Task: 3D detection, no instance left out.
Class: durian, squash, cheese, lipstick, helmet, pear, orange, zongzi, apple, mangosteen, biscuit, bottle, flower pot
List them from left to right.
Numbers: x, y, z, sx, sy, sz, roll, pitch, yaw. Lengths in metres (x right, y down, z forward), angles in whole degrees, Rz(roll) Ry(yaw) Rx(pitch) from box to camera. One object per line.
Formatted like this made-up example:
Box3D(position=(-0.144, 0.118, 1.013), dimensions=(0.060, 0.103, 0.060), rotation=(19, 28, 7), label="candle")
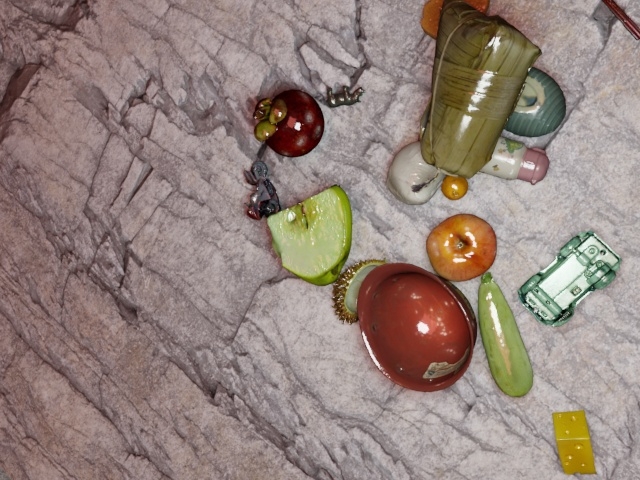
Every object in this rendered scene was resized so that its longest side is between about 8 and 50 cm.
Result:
Box3D(position=(-0.113, -0.371, 1.939), dimensions=(0.215, 0.257, 0.215), rotation=(2, 93, 46), label="mangosteen")
Box3D(position=(0.000, 0.000, 1.942), dimensions=(0.286, 0.176, 0.282), rotation=(-24, 82, 21), label="pear")
Box3D(position=(0.114, 0.153, 1.948), dimensions=(0.139, 0.144, 0.252), rotation=(20, 91, -5), label="durian")
Box3D(position=(0.288, -0.206, 1.847), dimensions=(0.154, 0.198, 0.189), rotation=(37, 89, -15), label="cheese")
Box3D(position=(0.309, 0.230, 1.810), dimensions=(0.337, 0.230, 0.385), rotation=(-46, 72, 31), label="helmet")
Box3D(position=(0.376, -0.409, 1.763), dimensions=(0.218, 0.467, 0.500), rotation=(12, 118, -16), label="zongzi")
Box3D(position=(0.406, -0.163, 1.860), dimensions=(0.083, 0.083, 0.084), rotation=(0, 90, 18), label="orange")
Box3D(position=(0.414, 0.021, 1.812), dimensions=(0.209, 0.164, 0.210), rotation=(-1, 87, 18), label="apple")
Box3D(position=(0.436, -0.760, 1.863), dimensions=(0.202, 0.047, 0.334), rotation=(40, 99, 19), label="biscuit")
Box3D(position=(0.525, 0.277, 1.801), dimensions=(0.118, 0.118, 0.371), rotation=(-19, 85, 17), label="squash")
Box3D(position=(0.537, -0.241, 1.796), dimensions=(0.253, 0.120, 0.120), rotation=(19, 96, 16), label="bottle")
Box3D(position=(0.582, -0.400, 1.760), dimensions=(0.243, 0.157, 0.189), rotation=(37, 103, 22), label="flower pot")
Box3D(position=(0.731, 0.599, 1.761), dimensions=(0.093, 0.126, 0.171), rotation=(-12, 107, 19), label="cheese")
Box3D(position=(0.850, -0.639, 1.740), dimensions=(0.027, 0.027, 0.176), rotation=(-38, 78, 15), label="lipstick")

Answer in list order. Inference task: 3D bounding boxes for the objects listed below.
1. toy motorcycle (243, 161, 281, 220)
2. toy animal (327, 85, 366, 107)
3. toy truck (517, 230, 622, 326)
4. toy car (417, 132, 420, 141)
Box3D(position=(-0.206, -0.157, 2.066), dimensions=(0.122, 0.082, 0.213), rotation=(-25, 71, 17), label="toy motorcycle")
Box3D(position=(0.084, -0.467, 1.984), dimensions=(0.135, 0.047, 0.065), rotation=(-5, 94, 17), label="toy animal")
Box3D(position=(0.695, 0.109, 1.722), dimensions=(0.155, 0.156, 0.279), rotation=(47, 104, 13), label="toy truck")
Box3D(position=(0.347, -0.328, 1.906), dimensions=(0.093, 0.025, 0.041), rotation=(-19, 83, 14), label="toy car")
